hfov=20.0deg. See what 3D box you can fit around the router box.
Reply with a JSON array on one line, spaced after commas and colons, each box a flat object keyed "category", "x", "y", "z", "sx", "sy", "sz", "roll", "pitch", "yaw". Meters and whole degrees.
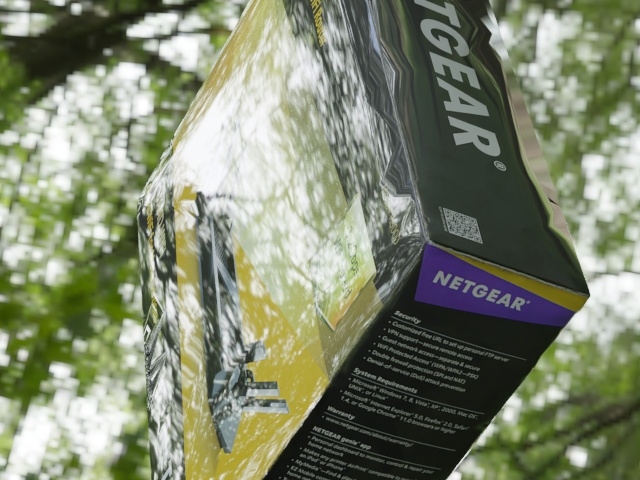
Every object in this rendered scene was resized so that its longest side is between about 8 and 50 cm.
[{"category": "router box", "x": 0.000, "y": 0.000, "z": 0.866, "sx": 0.081, "sy": 0.309, "sz": 0.243, "roll": 19, "pitch": -56, "yaw": -22}]
